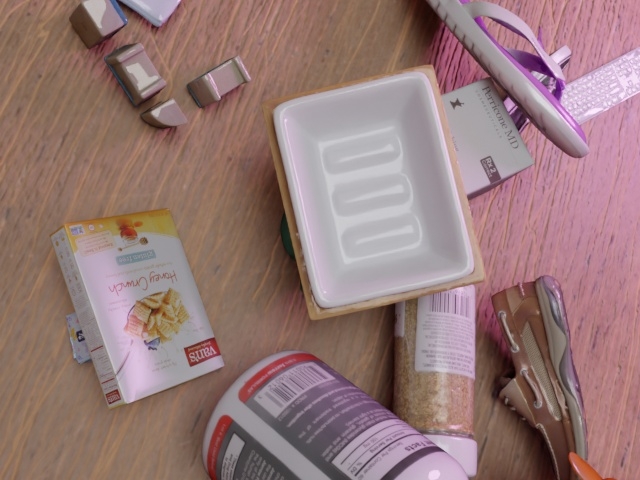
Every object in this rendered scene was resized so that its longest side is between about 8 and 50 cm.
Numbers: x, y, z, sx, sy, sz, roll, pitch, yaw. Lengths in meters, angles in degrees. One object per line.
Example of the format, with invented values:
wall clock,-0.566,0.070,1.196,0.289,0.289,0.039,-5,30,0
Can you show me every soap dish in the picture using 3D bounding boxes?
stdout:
soap dish,0.067,-0.061,0.988,0.229,0.118,0.290,-13,85,1

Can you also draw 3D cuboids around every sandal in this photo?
sandal,0.281,-0.299,1.142,0.102,0.169,0.416,-42,65,17

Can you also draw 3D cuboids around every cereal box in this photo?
cereal box,-0.238,0.083,1.005,0.173,0.047,0.240,-15,81,-51

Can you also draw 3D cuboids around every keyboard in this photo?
keyboard,0.493,-0.264,1.330,0.256,0.014,0.072,-28,87,-18

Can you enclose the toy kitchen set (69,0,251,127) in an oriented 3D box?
toy kitchen set,-0.231,-0.281,1.108,0.166,0.122,0.207,-37,110,-19

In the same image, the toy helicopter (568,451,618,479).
toy helicopter,0.374,0.388,1.069,0.355,0.235,0.140,5,44,-31

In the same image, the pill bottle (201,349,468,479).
pill bottle,0.043,0.304,0.901,0.363,0.210,0.210,32,67,36

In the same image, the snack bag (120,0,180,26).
snack bag,-0.287,-0.523,1.167,0.323,0.037,0.342,30,72,-6

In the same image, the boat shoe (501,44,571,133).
boat shoe,0.349,-0.233,1.257,0.070,0.078,0.219,45,80,-2

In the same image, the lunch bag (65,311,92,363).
lunch bag,-0.294,0.124,1.020,0.083,0.053,0.071,-12,77,-13

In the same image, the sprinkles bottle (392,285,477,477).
sprinkles bottle,0.162,0.152,1.080,0.121,0.121,0.355,9,70,-13

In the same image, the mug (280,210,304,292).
mug,-0.003,-0.009,1.101,0.158,0.097,0.129,-40,91,-18

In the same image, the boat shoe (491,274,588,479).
boat shoe,0.331,0.217,1.147,0.117,0.123,0.324,-11,90,17

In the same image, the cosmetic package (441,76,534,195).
cosmetic package,0.186,-0.128,1.147,0.184,0.151,0.151,-25,86,-18
